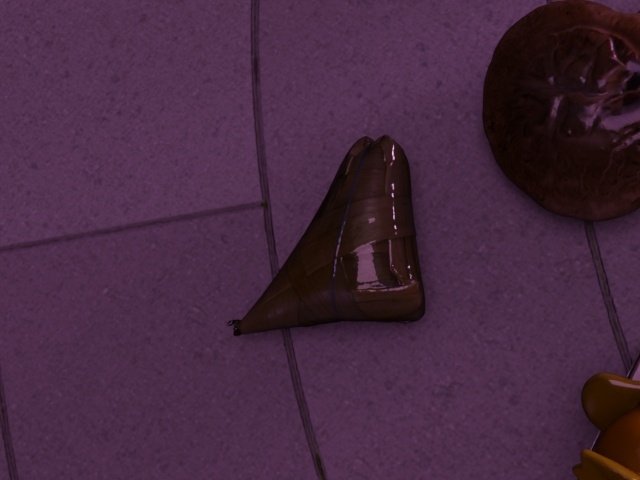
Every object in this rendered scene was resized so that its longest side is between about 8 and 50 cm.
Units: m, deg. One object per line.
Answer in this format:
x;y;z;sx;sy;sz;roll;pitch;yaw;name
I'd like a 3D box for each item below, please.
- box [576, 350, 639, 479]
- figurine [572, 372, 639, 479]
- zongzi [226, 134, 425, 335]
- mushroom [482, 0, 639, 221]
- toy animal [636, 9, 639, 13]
0.394;0.230;1.178;0.141;0.058;0.201;25;85;15;box
0.367;0.216;1.059;0.215;0.215;0.228;7;38;13;figurine
0.000;0.000;1.289;0.256;0.115;0.228;-11;73;20;zongzi
0.322;-0.162;1.226;0.278;0.146;0.278;-4;83;32;mushroom
0.466;-0.332;1.274;0.219;0.155;0.095;38;56;-23;toy animal
